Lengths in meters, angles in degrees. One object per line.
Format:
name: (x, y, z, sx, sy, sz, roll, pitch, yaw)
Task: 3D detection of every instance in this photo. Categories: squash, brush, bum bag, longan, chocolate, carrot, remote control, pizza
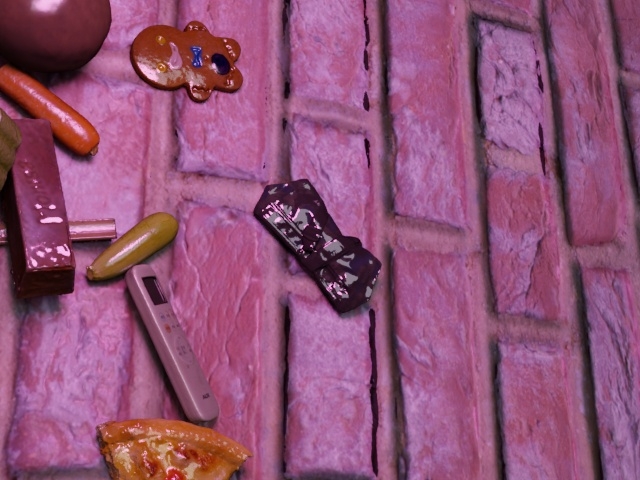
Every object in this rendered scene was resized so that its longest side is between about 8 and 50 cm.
squash: (-0.343, 0.011, 1.730, 0.201, 0.066, 0.066, -36, 91, -29)
brush: (-0.490, -0.012, 1.681, 0.248, 0.036, 0.043, -4, 70, -21)
bum bag: (0.000, 0.000, 1.906, 0.137, 0.074, 0.310, -42, 93, -22)
longan: (-0.506, -0.421, 1.711, 0.248, 0.248, 0.248, 9, 68, -24)
chocolate: (-0.491, -0.067, 1.621, 0.112, 0.112, 0.321, -5, 64, -24)
carrot: (-0.497, -0.236, 1.736, 0.225, 0.067, 0.067, 39, 59, -8)
remote control: (-0.269, 0.186, 1.702, 0.309, 0.038, 0.090, 64, 17, 7)
pizza: (-0.248, 0.450, 1.614, 0.280, 0.075, 0.287, 7, 69, -24)

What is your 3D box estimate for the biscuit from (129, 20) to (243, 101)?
biscuit: (-0.269, -0.368, 1.921, 0.236, 0.039, 0.179, 0, 74, -25)

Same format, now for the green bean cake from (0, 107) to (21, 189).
green bean cake: (-0.639, -0.136, 1.540, 0.248, 0.125, 0.222, 16, 74, 10)
